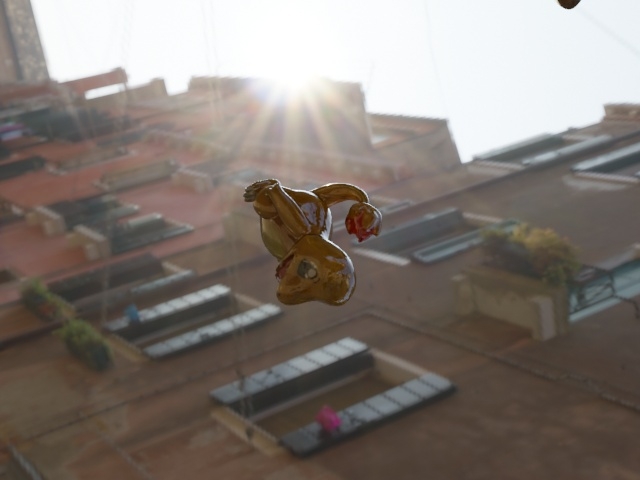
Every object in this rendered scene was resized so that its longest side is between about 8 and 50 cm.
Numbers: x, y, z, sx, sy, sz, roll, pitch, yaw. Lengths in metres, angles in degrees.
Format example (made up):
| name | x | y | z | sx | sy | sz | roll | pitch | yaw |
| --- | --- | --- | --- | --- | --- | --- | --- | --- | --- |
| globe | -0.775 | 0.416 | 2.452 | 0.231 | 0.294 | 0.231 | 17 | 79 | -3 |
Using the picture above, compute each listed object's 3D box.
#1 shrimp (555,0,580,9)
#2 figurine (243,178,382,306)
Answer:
| name | x | y | z | sx | sy | sz | roll | pitch | yaw |
| --- | --- | --- | --- | --- | --- | --- | --- | --- | --- |
| shrimp | 0.234 | -0.358 | 1.042 | 0.144 | 0.052 | 0.251 | -108 | -176 | -49 |
| figurine | 0.004 | 0.000 | 0.974 | 0.176 | 0.122 | 0.121 | -113 | -177 | -55 |
